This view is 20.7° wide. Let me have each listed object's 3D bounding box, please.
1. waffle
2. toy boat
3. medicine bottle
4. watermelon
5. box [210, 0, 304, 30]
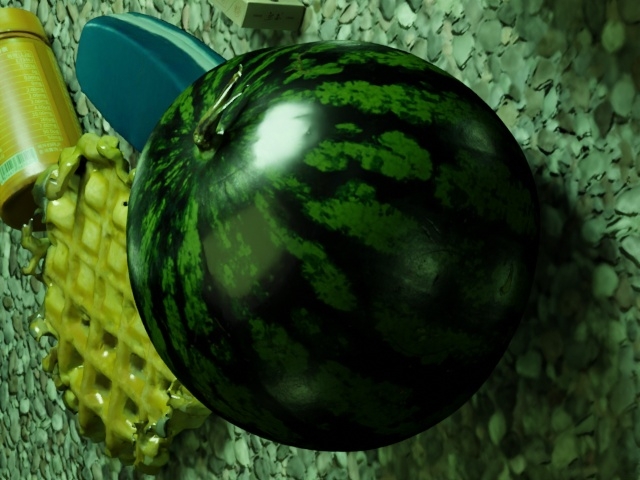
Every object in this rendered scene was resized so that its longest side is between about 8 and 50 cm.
[{"bbox_3d":[-0.176,0.058,1.467,0.262,0.060,0.281,-33,77,49],"label":"waffle"},{"bbox_3d":[-0.108,-0.102,1.392,0.299,0.061,0.096,39,121,47],"label":"toy boat"},{"bbox_3d":[-0.270,-0.110,1.588,0.096,0.096,0.192,-51,53,42],"label":"medicine bottle"},{"bbox_3d":[0.003,0.002,1.091,0.269,0.269,0.269,2,93,54],"label":"watermelon"},{"bbox_3d":[-0.056,-0.186,1.325,0.083,0.053,0.024,48,128,44],"label":"box"}]
